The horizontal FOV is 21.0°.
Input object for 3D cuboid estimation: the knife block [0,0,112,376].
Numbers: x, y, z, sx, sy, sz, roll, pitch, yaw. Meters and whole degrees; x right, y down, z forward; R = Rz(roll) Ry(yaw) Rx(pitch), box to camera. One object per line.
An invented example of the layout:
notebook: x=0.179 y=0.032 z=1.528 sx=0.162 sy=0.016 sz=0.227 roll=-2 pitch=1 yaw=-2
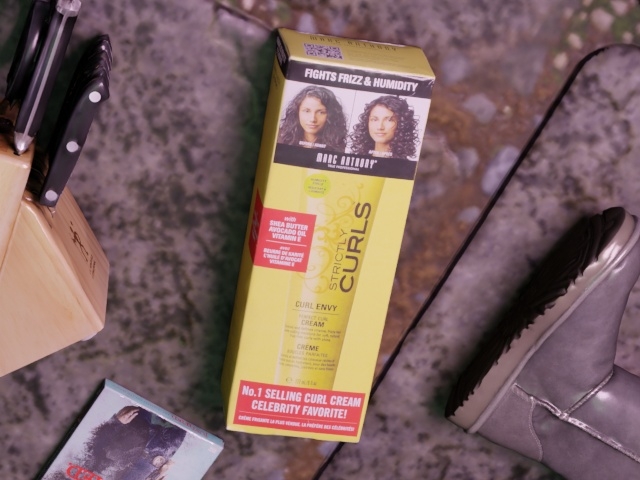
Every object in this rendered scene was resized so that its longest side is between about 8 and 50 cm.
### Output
knife block: x=-0.228 y=-0.037 z=0.936 sx=0.275 sy=0.088 sz=0.242 roll=-25 pitch=113 yaw=7

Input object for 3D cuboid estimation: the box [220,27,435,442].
box: x=0.000 y=0.000 z=0.988 sx=0.087 sy=0.058 sz=0.232 roll=8 pitch=114 yaw=-9

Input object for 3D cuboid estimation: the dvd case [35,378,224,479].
dvd case: x=-0.128 y=0.152 z=1.071 sx=0.087 sy=0.013 sz=0.119 roll=31 pitch=109 yaw=-17

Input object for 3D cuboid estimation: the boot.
boot: x=0.203 y=0.098 z=1.033 sx=0.208 sy=0.076 sz=0.190 roll=32 pitch=122 yaw=-5
